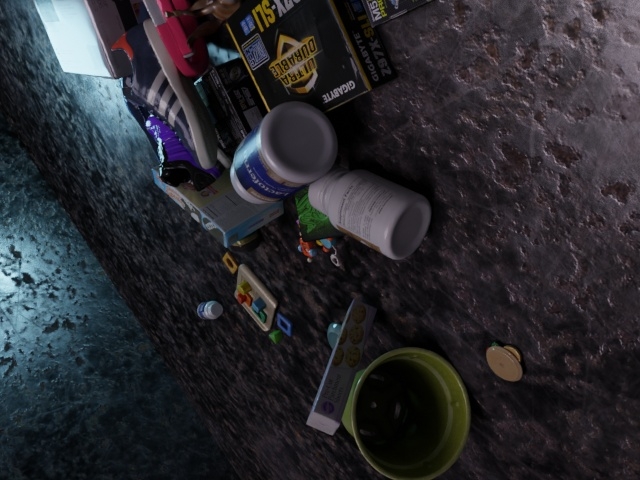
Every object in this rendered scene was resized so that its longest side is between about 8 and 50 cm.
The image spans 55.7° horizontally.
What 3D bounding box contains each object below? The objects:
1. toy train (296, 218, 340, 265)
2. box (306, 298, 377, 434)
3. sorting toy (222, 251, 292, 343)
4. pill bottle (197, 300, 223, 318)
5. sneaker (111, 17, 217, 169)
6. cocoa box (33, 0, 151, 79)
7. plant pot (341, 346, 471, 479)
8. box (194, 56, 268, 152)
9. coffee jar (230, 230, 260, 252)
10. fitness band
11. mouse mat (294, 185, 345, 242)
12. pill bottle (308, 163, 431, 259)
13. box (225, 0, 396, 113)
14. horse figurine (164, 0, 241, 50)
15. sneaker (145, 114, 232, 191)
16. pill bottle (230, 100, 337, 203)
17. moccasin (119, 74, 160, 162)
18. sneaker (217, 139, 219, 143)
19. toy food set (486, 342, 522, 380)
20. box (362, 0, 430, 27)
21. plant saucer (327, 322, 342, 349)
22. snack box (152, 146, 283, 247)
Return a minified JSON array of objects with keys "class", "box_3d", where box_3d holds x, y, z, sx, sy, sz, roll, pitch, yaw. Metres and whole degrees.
[{"class":"toy train","box_3d":[0.000,0.000,1.453,0.166,0.046,0.125,15,131,53]},{"class":"box","box_3d":[0.053,0.274,1.360,0.067,0.324,0.063,23,136,2]},{"class":"sorting toy","box_3d":[-0.219,0.190,1.934,0.348,0.047,0.196,47,148,17]},{"class":"pill bottle","box_3d":[-0.406,0.258,2.246,0.120,0.067,0.067,-15,105,58]},{"class":"sneaker","box_3d":[-0.356,-0.314,1.384,0.131,0.148,0.350,-72,-39,-77]},{"class":"cocoa box","box_3d":[-0.523,-0.557,1.513,0.347,0.228,0.232,20,134,46]},{"class":"plant pot","box_3d":[0.163,0.388,1.395,0.276,0.276,0.254,57,161,1]},{"class":"box","box_3d":[-0.209,-0.315,1.430,0.147,0.077,0.180,-10,109,58]},{"class":"coffee jar","box_3d":[-0.239,-0.054,1.709,0.096,0.079,0.185,7,124,53]},{"class":"fitness band","box_3d":[-0.319,-0.502,1.324,0.209,0.054,0.291,-94,-14,-55]},{"class":"mouse mat","box_3d":[-0.001,-0.078,1.362,0.189,0.007,0.153,-11,89,55]},{"class":"pill bottle","box_3d":[0.089,-0.065,1.178,0.229,0.131,0.131,30,140,38]},{"class":"box","box_3d":[-0.031,-0.362,1.136,0.322,0.079,0.257,-8,109,57]},{"class":"horse figurine","box_3d":[-0.204,-0.487,1.180,0.066,0.174,0.263,65,151,16]},{"class":"sneaker","box_3d":[-0.372,-0.218,1.540,0.293,0.146,0.102,33,169,28]},{"class":"pill bottle","box_3d":[-0.085,-0.160,1.200,0.153,0.153,0.264,60,155,-4]},{"class":"moccasin","box_3d":[-0.438,-0.343,1.714,0.116,0.138,0.342,22,149,39]},{"class":"sneaker","box_3d":[-0.364,-0.352,1.582,0.281,0.115,0.105,52,149,9]},{"class":"toy food set","box_3d":[0.357,0.236,1.176,0.082,0.020,0.083,5,122,54]},{"class":"box","box_3d":[0.111,-0.467,0.852,0.216,0.060,0.270,-1,116,56]},{"class":"plant saucer","box_3d":[0.056,0.280,1.647,0.119,0.021,0.119,36,143,33]},{"class":"snack box","box_3d":[-0.270,-0.130,1.578,0.322,0.187,0.060,39,147,29]}]
